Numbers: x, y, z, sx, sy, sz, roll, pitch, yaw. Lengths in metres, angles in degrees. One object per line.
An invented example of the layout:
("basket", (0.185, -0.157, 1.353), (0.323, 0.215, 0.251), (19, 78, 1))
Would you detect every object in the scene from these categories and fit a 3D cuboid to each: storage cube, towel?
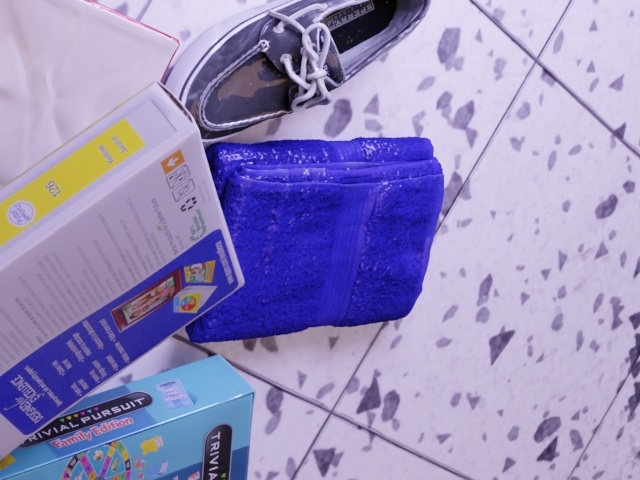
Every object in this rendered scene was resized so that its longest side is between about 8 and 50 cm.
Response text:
("storage cube", (-0.269, -0.134, 1.050), (0.215, 0.193, 0.183), (20, 95, -42))
("towel", (0.000, 0.000, 1.388), (0.308, 0.076, 0.227), (-4, 110, -36))

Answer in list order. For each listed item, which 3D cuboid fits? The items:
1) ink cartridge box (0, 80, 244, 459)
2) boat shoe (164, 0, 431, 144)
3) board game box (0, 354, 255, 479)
("ink cartridge box", (-0.213, 0.049, 1.010), (0.307, 0.072, 0.303), (-34, 160, -11))
("boat shoe", (-0.018, -0.184, 1.279), (0.306, 0.105, 0.113), (-30, 124, -25))
("board game box", (-0.235, 0.283, 1.300), (0.336, 0.079, 0.253), (-16, 127, -33))
